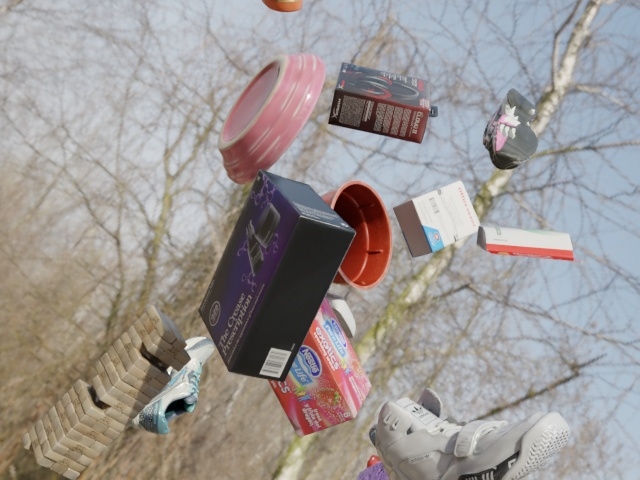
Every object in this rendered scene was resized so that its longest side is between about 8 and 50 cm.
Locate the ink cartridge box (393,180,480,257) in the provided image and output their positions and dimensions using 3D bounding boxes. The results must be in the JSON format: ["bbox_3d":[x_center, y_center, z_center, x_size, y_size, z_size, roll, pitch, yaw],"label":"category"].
[{"bbox_3d":[0.311,-0.058,2.059,0.086,0.203,0.148,-22,-91,52],"label":"ink cartridge box"}]

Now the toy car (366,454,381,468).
[{"bbox_3d":[0.151,0.669,1.943,0.225,0.053,0.239,45,-45,7],"label":"toy car"}]

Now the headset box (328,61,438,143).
[{"bbox_3d":[0.182,-0.381,2.152,0.293,0.218,0.110,13,-57,0],"label":"headset box"}]

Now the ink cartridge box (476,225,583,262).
[{"bbox_3d":[0.426,0.004,1.598,0.181,0.056,0.224,5,3,4],"label":"ink cartridge box"}]

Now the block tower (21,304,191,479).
[{"bbox_3d":[-0.380,0.280,1.401,0.091,0.335,0.097,46,-1,-40],"label":"block tower"}]

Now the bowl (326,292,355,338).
[{"bbox_3d":[0.021,0.177,1.946,0.142,0.053,0.142,12,-33,32],"label":"bowl"}]

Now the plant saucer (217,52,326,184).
[{"bbox_3d":[-0.121,-0.281,1.695,0.084,0.332,0.332,34,-14,-24],"label":"plant saucer"}]

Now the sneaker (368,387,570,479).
[{"bbox_3d":[0.217,0.322,1.260,0.366,0.137,0.210,-48,-118,37],"label":"sneaker"}]

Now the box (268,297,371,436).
[{"bbox_3d":[-0.028,0.196,1.372,0.257,0.122,0.128,63,23,-6],"label":"box"}]

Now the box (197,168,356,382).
[{"bbox_3d":[-0.075,0.051,1.175,0.103,0.261,0.184,17,17,-28],"label":"box"}]

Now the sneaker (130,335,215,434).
[{"bbox_3d":[-0.327,0.351,1.840,0.122,0.283,0.110,20,-39,25],"label":"sneaker"}]

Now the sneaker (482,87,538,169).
[{"bbox_3d":[0.277,-0.150,1.159,0.072,0.178,0.077,35,-50,-3],"label":"sneaker"}]

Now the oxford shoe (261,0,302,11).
[{"bbox_3d":[-0.115,-0.573,1.632,0.271,0.097,0.098,44,-37,40],"label":"oxford shoe"}]

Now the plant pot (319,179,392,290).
[{"bbox_3d":[0.000,0.000,1.978,0.265,0.272,0.272,-7,-45,38],"label":"plant pot"}]

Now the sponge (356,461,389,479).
[{"bbox_3d":[0.112,0.556,1.671,0.117,0.210,0.031,-35,-80,26],"label":"sponge"}]
